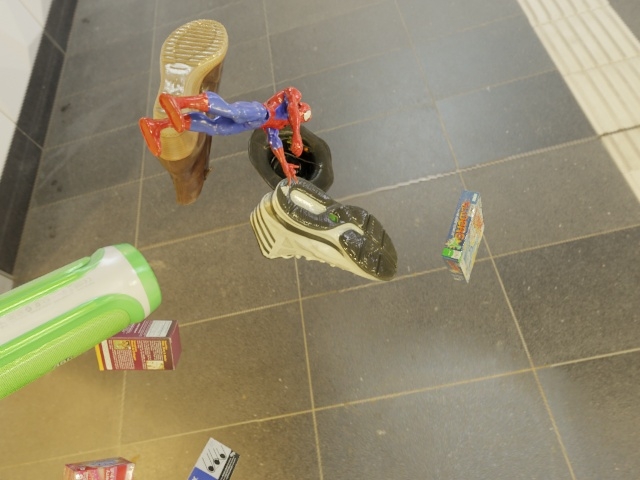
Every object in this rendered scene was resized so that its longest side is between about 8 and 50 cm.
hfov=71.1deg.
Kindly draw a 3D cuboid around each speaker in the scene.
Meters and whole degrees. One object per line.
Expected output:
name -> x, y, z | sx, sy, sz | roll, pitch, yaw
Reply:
speaker -> -0.372, 0.114, 0.595 | 0.131, 0.131, 0.296 | 36, 49, 28

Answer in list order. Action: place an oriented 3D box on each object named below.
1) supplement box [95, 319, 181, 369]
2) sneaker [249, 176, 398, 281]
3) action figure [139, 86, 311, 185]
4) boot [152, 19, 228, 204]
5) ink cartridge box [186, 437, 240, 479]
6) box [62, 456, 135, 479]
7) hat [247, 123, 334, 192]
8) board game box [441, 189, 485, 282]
supplement box -> -0.461, 0.265, 1.140 | 0.188, 0.104, 0.081 | 1, 26, -4
sneaker -> 0.000, -0.001, 1.282 | 0.257, 0.447, 0.169 | -25, 41, 48
action figure -> -0.086, -0.137, 0.619 | 0.091, 0.280, 0.139 | -24, 95, 41
boot -> -0.208, -0.208, 0.732 | 0.090, 0.207, 0.249 | 12, 61, -1
ink cartridge box -> -0.282, 0.602, 1.131 | 0.097, 0.207, 0.046 | 31, 105, -1
box -> -0.494, 0.623, 0.974 | 0.122, 0.128, 0.257 | -21, 65, 49
hat -> -0.114, -0.245, 1.496 | 0.331, 0.134, 0.332 | 15, 55, -22
board game box -> 0.292, -0.001, 0.903 | 0.035, 0.201, 0.136 | 15, 81, 26
